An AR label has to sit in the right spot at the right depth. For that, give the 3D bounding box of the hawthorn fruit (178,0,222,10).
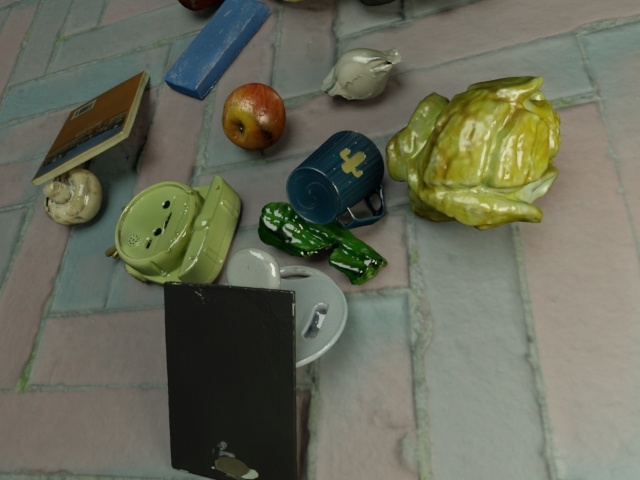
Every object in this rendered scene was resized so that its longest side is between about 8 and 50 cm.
[{"bbox_3d":[-0.347,-0.751,1.472,0.185,0.185,0.202,-31,51,6],"label":"hawthorn fruit"}]

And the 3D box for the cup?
[{"bbox_3d":[0.037,-0.093,0.942,0.131,0.176,0.155,-39,1,44],"label":"cup"}]

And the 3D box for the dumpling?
[{"bbox_3d":[0.090,-0.357,1.110,0.188,0.108,0.127,-13,32,33],"label":"dumpling"}]

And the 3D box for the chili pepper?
[{"bbox_3d":[-0.001,0.001,0.961,0.253,0.083,0.099,24,56,25],"label":"chili pepper"}]

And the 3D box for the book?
[{"bbox_3d":[-0.575,-0.298,1.349,0.262,0.028,0.374,-23,39,10],"label":"book"}]

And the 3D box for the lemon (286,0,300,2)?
[{"bbox_3d":[-0.042,-0.789,1.261,0.364,0.364,0.364,-11,59,19],"label":"lemon"}]

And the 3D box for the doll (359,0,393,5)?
[{"bbox_3d":[0.245,-0.718,1.153,0.378,0.252,0.383,4,59,26],"label":"doll"}]

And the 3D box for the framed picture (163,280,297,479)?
[{"bbox_3d":[-0.147,0.231,0.839,0.244,0.013,0.324,2,96,25],"label":"framed picture"}]

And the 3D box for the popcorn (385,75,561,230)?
[{"bbox_3d":[0.248,-0.138,0.852,0.276,0.276,0.226,0,100,24],"label":"popcorn"}]

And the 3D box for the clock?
[{"bbox_3d":[-0.330,-0.020,1.110,0.307,0.096,0.235,1,65,26],"label":"clock"}]

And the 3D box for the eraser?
[{"bbox_3d":[-0.273,-0.513,1.387,0.144,0.043,0.312,27,76,33],"label":"eraser"}]

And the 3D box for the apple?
[{"bbox_3d":[-0.142,-0.260,1.127,0.146,0.146,0.147,-11,59,19],"label":"apple"}]

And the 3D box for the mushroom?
[{"bbox_3d":[-0.600,-0.107,1.263,0.154,0.122,0.154,-7,73,24],"label":"mushroom"}]

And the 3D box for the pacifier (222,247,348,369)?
[{"bbox_3d":[-0.094,0.089,0.882,0.278,0.207,0.227,3,47,25],"label":"pacifier"}]
